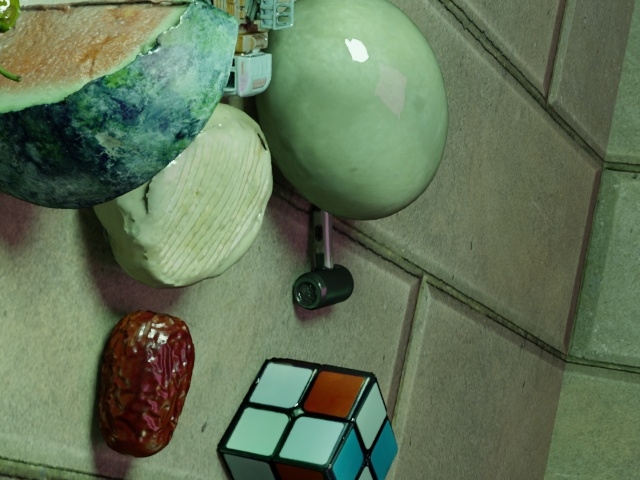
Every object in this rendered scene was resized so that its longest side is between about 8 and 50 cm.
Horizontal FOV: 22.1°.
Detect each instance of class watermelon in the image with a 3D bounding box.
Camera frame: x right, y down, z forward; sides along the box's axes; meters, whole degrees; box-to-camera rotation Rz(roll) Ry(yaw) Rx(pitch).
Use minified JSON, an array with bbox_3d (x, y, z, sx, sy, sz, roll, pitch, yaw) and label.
[{"bbox_3d":[-0.245,-0.171,1.666,0.148,0.318,0.226,35,25,-56],"label":"watermelon"}]

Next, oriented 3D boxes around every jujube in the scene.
[{"bbox_3d":[-0.208,0.172,1.956,0.112,0.109,0.176,10,91,-30],"label":"jujube"}]

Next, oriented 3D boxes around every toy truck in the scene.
[{"bbox_3d":[-0.096,-0.264,2.050,0.080,0.115,0.178,-24,120,-60],"label":"toy truck"}]

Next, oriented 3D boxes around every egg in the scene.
[{"bbox_3d":[0.044,-0.181,2.198,0.258,0.258,0.352,-59,145,-39],"label":"egg"}]

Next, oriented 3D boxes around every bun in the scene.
[{"bbox_3d":[-0.165,-0.059,1.932,0.239,0.141,0.239,-31,139,-32],"label":"bun"}]

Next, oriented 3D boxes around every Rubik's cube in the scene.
[{"bbox_3d":[-0.013,0.289,2.298,0.183,0.180,0.167,-59,145,-35],"label":"Rubik's cube"}]

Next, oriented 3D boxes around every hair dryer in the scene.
[{"bbox_3d":[0.000,0.000,2.403,0.100,0.057,0.198,-9,97,-63],"label":"hair dryer"}]

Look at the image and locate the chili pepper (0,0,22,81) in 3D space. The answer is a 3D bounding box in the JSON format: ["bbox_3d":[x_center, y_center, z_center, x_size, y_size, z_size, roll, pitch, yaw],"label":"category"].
[{"bbox_3d":[-0.331,-0.255,1.634,0.072,0.073,0.204,29,58,-43],"label":"chili pepper"}]
